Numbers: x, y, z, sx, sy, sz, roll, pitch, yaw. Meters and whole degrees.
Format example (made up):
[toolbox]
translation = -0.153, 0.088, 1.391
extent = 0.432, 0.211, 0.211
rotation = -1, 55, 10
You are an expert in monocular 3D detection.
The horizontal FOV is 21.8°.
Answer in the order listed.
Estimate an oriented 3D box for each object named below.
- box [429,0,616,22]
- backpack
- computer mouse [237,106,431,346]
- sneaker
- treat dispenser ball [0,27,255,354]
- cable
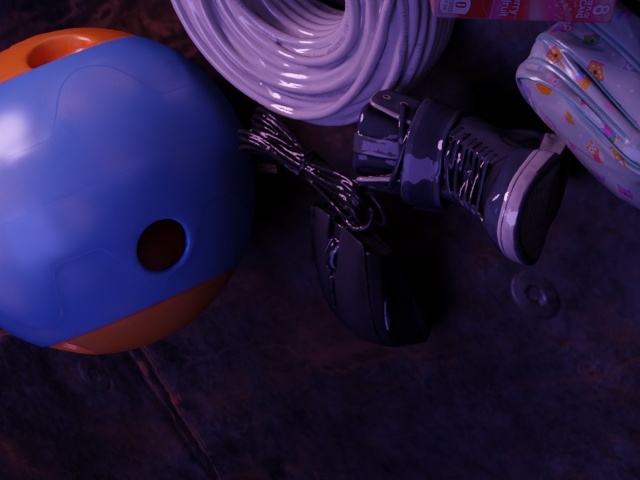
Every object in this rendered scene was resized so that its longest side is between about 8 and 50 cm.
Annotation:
[box]
translation = 0.141, -0.277, 1.061
extent = 0.128, 0.123, 0.257
rotation = 1, 130, -8
[backpack]
translation = 0.226, -0.090, 1.151
extent = 0.182, 0.115, 0.152
rotation = 48, 171, 17
[computer mouse]
translation = 0.000, 0.000, 1.424
extent = 0.184, 0.060, 0.262
rotation = 41, 167, 31
[sneaker]
translation = 0.095, -0.049, 1.215
extent = 0.163, 0.226, 0.086
rotation = 15, 103, 9
[treat dispenser ball]
translation = -0.201, -0.043, 1.461
extent = 0.288, 0.288, 0.288
rotation = 24, 133, 28
[cable]
translation = -0.011, -0.217, 1.312
extent = 0.257, 0.089, 0.257
rotation = 26, 136, 26
